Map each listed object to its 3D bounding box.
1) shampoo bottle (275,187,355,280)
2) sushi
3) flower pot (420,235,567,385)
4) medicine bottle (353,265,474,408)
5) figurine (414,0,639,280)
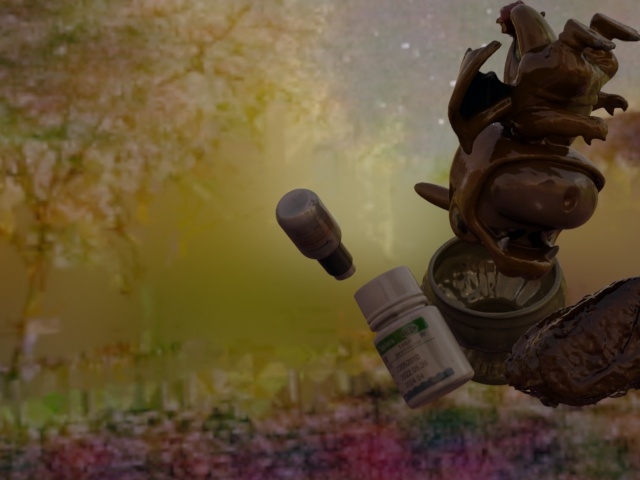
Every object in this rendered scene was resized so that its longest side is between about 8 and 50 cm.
[{"bbox_3d":[0.000,0.000,1.658,0.074,0.074,0.192,-4,-38,28],"label":"shampoo bottle"},{"bbox_3d":[0.405,0.142,1.530,0.296,0.167,0.179,-41,-23,9],"label":"sushi"},{"bbox_3d":[0.361,0.151,2.277,0.308,0.244,0.307,-4,39,3],"label":"flower pot"},{"bbox_3d":[0.164,0.173,1.950,0.139,0.236,0.139,-28,-13,-7],"label":"medicine bottle"},{"bbox_3d":[0.323,-0.172,1.661,0.268,0.387,0.401,23,26,5],"label":"figurine"}]
